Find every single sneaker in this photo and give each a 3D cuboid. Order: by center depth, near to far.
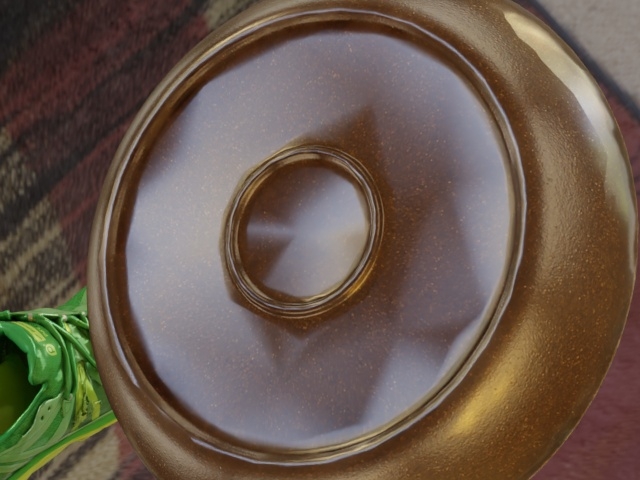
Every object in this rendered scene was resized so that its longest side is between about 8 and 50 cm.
[{"bbox_3d":[-0.212,0.103,1.054,0.109,0.123,0.295,35,52,15],"label":"sneaker"}]

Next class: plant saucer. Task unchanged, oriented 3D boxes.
[{"bbox_3d":[0.000,0.000,0.666,0.311,0.050,0.310,-7,73,24],"label":"plant saucer"}]
